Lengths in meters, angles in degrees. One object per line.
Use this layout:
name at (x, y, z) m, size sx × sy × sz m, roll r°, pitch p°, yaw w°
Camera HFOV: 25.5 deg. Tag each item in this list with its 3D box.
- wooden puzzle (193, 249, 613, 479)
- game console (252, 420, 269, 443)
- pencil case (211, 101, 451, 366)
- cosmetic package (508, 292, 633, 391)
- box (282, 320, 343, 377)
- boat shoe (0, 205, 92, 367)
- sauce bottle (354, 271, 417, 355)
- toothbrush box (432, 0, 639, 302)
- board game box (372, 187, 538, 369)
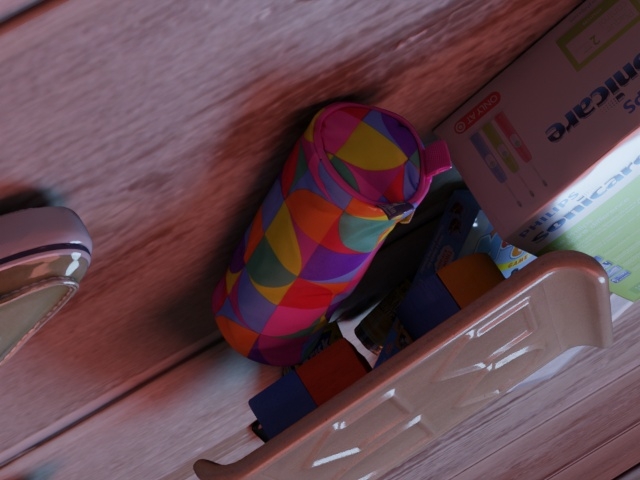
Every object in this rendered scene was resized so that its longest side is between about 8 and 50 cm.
wooden puzzle at (0.078, 0.117, 1.206) m, size 0.347 × 0.080 × 0.322 m, roll -30°, pitch 161°, yaw 4°
game console at (-0.008, 0.184, 1.565) m, size 0.122 × 0.071 × 0.107 m, roll -34°, pitch -171°, yaw 6°
pencil case at (0.000, 0.000, 1.051) m, size 0.104 × 0.104 × 0.236 m, roll -16°, pitch 156°, yaw -36°
cosmetic package at (0.310, 0.090, 1.737) m, size 0.099 × 0.060 × 0.239 m, roll -12°, pitch 151°, yaw -47°
box at (-0.003, 0.143, 1.414) m, size 0.059 × 0.054 × 0.169 m, roll -20°, pitch 157°, yaw -12°
boat shoe at (-0.262, 0.091, 0.891) m, size 0.302 × 0.094 × 0.109 m, roll -34°, pitch 159°, yaw 4°
sauce bottle at (0.089, 0.057, 1.384) m, size 0.128 × 0.042 × 0.042 m, roll -47°, pitch 157°, yaw 10°
toothbrush box at (0.260, -0.076, 1.177) m, size 0.206 × 0.122 × 0.283 m, roll -41°, pitch 150°, yaw 20°
board game box at (0.149, 0.039, 1.354) m, size 0.160 × 0.039 × 0.212 m, roll -11°, pitch 132°, yaw -44°
